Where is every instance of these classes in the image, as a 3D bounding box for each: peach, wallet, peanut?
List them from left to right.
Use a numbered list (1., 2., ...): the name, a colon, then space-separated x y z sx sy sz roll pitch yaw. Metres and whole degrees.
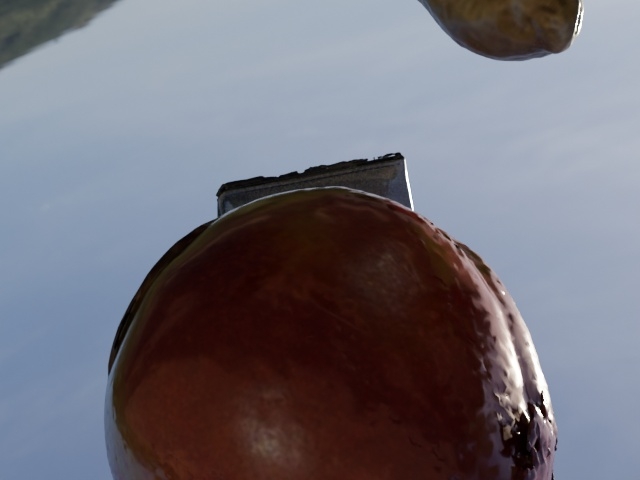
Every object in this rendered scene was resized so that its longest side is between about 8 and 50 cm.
1. wallet: 0.000 0.001 1.415 0.222 0.167 0.036 -10 -166 1
2. peach: 0.018 0.138 0.977 0.370 0.370 0.370 -19 -163 6
3. peanut: 0.171 -0.273 1.319 0.122 0.253 0.137 -12 145 -45
